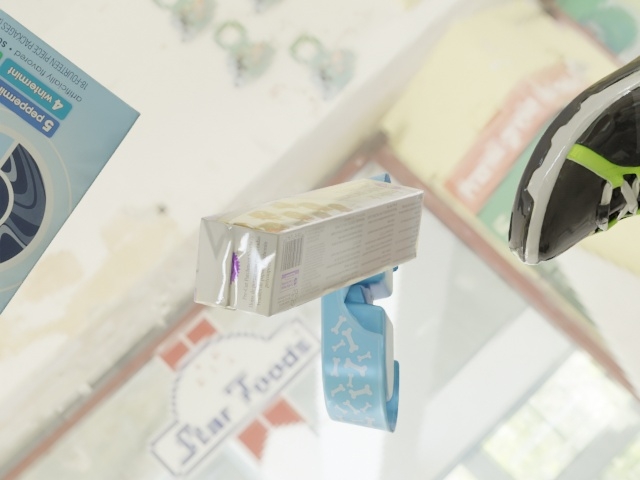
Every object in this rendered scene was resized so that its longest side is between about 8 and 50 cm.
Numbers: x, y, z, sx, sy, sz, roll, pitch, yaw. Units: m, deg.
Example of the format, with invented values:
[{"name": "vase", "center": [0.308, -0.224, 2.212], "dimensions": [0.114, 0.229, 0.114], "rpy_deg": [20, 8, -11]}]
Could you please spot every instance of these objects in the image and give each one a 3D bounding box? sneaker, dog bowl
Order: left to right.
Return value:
[{"name": "dog bowl", "center": [0.045, 0.070, 1.799], "dimensions": [0.074, 0.297, 0.166], "rpy_deg": [-1, -14, 9]}, {"name": "sneaker", "center": [0.211, -0.058, 0.937], "dimensions": [0.235, 0.097, 0.084], "rpy_deg": [-40, -29, -19]}]

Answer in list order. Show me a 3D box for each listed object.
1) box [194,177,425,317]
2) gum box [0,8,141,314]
[{"name": "box", "center": [0.000, 0.000, 1.245], "dimensions": [0.324, 0.063, 0.067], "rpy_deg": [-20, -61, -66]}, {"name": "gum box", "center": [-0.212, -0.039, 0.847], "dimensions": [0.184, 0.157, 0.041], "rpy_deg": [-56, 15, -13]}]
